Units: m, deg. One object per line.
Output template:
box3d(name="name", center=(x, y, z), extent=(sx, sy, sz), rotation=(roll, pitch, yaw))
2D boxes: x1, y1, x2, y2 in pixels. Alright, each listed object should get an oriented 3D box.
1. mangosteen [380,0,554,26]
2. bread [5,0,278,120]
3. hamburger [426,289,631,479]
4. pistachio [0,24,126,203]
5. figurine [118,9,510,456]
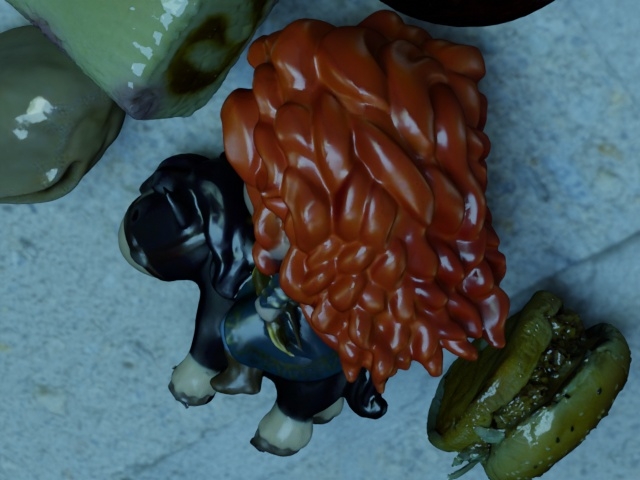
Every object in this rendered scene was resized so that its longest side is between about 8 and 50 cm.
box3d(name="mangosteen", center=(0.085, -0.268, 1.357), extent=(0.261, 0.235, 0.235), rotation=(5, 125, 59))
box3d(name="bread", center=(-0.192, -0.262, 1.434), extent=(0.338, 0.155, 0.187), rotation=(42, 114, 12))
box3d(name="hamburger", center=(0.172, 0.134, 1.541), extent=(0.113, 0.177, 0.185), rotation=(33, 93, -9))
box3d(name="pistachio", center=(-0.262, -0.102, 1.581), extent=(0.223, 0.126, 0.152), rotation=(-20, 74, 29))
box3d(name="figurine", center=(-0.008, 0.000, 1.516), extent=(0.412, 0.241, 0.306), rotation=(-36, 77, 46))
